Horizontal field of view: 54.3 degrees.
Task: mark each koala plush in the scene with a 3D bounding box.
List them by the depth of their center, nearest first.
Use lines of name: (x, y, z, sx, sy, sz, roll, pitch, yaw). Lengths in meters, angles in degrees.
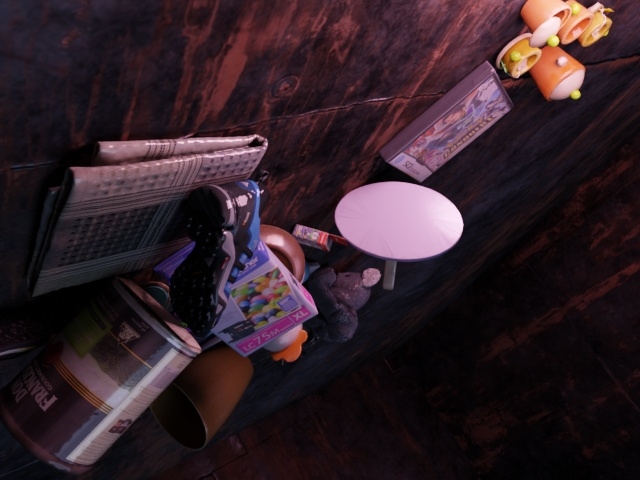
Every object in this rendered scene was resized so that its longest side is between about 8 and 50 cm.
koala plush: (0.067, 0.167, 1.800, 0.221, 0.203, 0.196, -32, 165, -43)

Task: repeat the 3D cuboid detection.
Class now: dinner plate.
dinner plate: (-0.280, 0.266, 1.679, 0.141, 0.017, 0.141, -29, 179, -1)

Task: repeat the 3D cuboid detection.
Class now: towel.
towel: (-0.272, -0.044, 0.955, 0.324, 0.056, 0.312, -17, 158, -43)

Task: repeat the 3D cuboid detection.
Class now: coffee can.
coffee can: (-0.372, 0.224, 1.067, 0.275, 0.201, 0.201, -47, 162, -8)

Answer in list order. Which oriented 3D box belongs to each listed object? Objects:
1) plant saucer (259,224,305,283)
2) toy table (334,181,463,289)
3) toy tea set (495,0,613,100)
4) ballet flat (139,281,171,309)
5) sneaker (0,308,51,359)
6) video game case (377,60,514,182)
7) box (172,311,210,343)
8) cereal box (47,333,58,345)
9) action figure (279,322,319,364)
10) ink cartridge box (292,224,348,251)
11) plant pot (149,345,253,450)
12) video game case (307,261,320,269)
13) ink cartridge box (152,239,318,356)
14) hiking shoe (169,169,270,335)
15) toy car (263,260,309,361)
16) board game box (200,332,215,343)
plant saucer: (-0.124, 0.066, 1.266, 0.199, 0.036, 0.198, -7, 116, -14)
toy table: (0.175, -0.023, 1.425, 0.161, 0.275, 0.252, 68, 41, -74)
toy tea set: (0.466, -0.362, 1.208, 0.336, 0.124, 0.200, -11, 151, -48)
ballet flat: (-0.351, 0.134, 1.240, 0.206, 0.073, 0.067, -41, -171, 30)
sneaker: (-0.533, 0.166, 0.981, 0.097, 0.084, 0.235, -37, 160, 16)
video game case: (0.277, -0.241, 1.341, 0.275, 0.035, 0.248, -39, 160, 17)
box: (-0.329, 0.226, 1.459, 0.162, 0.029, 0.116, -46, 144, 16)
cereal box: (-0.441, 0.251, 1.276, 0.173, 0.047, 0.240, 3, 153, -8)
action figure: (-0.067, 0.276, 1.901, 0.164, 0.141, 0.276, -40, 175, 25)
ink cartridge box: (0.000, 0.000, 1.381, 0.063, 0.115, 0.029, 55, 53, -71)
plant pot: (-0.313, 0.410, 1.746, 0.254, 0.237, 0.237, -34, 166, -43)
video game case: (-0.082, 0.108, 1.606, 0.157, 0.019, 0.143, -37, 171, 12)
ink cartridge box: (-0.150, 0.098, 1.180, 0.186, 0.065, 0.311, -31, 137, 5)
hiking shoe: (-0.154, 0.034, 1.013, 0.132, 0.113, 0.304, -24, 147, -44)
toy car: (-0.095, 0.155, 1.406, 0.210, 0.237, 0.219, -37, 161, 11)
board game box: (-0.304, 0.243, 1.619, 0.090, 0.020, 0.090, -29, 160, -14)
